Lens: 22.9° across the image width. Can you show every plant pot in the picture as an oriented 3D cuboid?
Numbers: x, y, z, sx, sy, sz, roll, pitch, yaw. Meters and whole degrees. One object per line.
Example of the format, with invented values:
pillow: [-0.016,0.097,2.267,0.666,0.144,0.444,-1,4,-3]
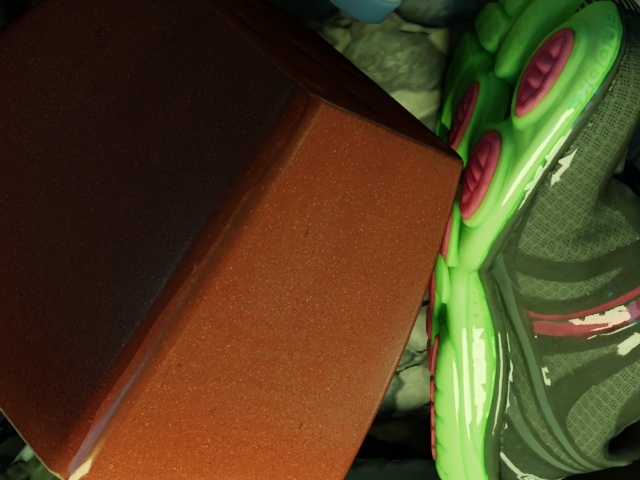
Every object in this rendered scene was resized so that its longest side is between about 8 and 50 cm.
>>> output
plant pot: [-0.076,-0.023,0.958,0.236,0.267,0.267,-55,147,12]

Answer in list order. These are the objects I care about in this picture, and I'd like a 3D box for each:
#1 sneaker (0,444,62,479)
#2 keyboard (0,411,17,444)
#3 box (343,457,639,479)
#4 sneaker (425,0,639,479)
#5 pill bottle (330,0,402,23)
sneaker: [-0.121,0.141,1.245,0.182,0.158,0.410,-6,138,-56]
keyboard: [-0.278,0.125,1.256,0.180,0.023,0.108,-35,121,24]
box: [0.236,0.444,1.285,0.471,0.480,0.297,0,144,-7]
sneaker: [0.178,0.003,1.094,0.202,0.185,0.483,-1,141,0]
pill bottle: [0.055,-0.201,0.955,0.078,0.078,0.137,25,126,-27]
